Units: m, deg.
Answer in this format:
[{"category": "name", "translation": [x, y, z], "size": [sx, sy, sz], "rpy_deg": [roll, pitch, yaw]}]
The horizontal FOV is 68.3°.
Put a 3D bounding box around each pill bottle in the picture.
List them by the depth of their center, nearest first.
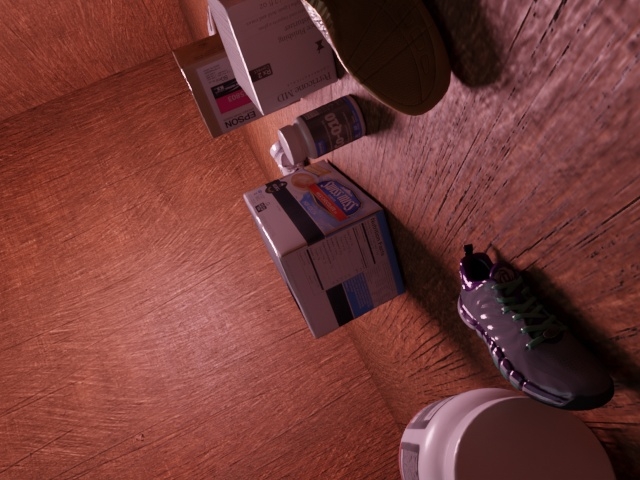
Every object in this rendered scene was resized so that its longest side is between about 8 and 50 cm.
[{"category": "pill bottle", "translation": [0.231, 0.321, 0.660], "size": [0.210, 0.210, 0.363], "rpy_deg": [61, 172, 20]}, {"category": "pill bottle", "translation": [0.001, -0.187, 0.806], "size": [0.078, 0.137, 0.078], "rpy_deg": [61, 172, 15]}]

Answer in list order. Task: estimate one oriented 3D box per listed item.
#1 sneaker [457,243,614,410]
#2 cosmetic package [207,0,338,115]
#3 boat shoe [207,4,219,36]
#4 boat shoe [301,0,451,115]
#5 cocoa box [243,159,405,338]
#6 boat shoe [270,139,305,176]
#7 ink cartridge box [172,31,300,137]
[{"category": "sneaker", "translation": [0.212, 0.083, 0.511], "size": [0.224, 0.083, 0.098], "rpy_deg": [-130, 21, -64]}, {"category": "cosmetic package", "translation": [-0.081, -0.345, 0.791], "size": [0.151, 0.151, 0.184], "rpy_deg": [56, 170, 43]}, {"category": "boat shoe", "translation": [-0.236, -0.541, 1.332], "size": [0.156, 0.135, 0.368], "rpy_deg": [107, 146, -74]}, {"category": "boat shoe", "translation": [0.048, -0.249, 0.521], "size": [0.277, 0.098, 0.096], "rpy_deg": [54, -160, 10]}, {"category": "cocoa box", "translation": [0.000, 0.000, 1.080], "size": [0.347, 0.227, 0.232], "rpy_deg": [52, 165, 57]}, {"category": "boat shoe", "translation": [-0.084, -0.238, 1.435], "size": [0.084, 0.095, 0.258], "rpy_deg": [58, -178, 10]}, {"category": "ink cartridge box", "translation": [-0.178, -0.365, 1.055], "size": [0.088, 0.234, 0.193], "rpy_deg": [59, 171, 37]}]
